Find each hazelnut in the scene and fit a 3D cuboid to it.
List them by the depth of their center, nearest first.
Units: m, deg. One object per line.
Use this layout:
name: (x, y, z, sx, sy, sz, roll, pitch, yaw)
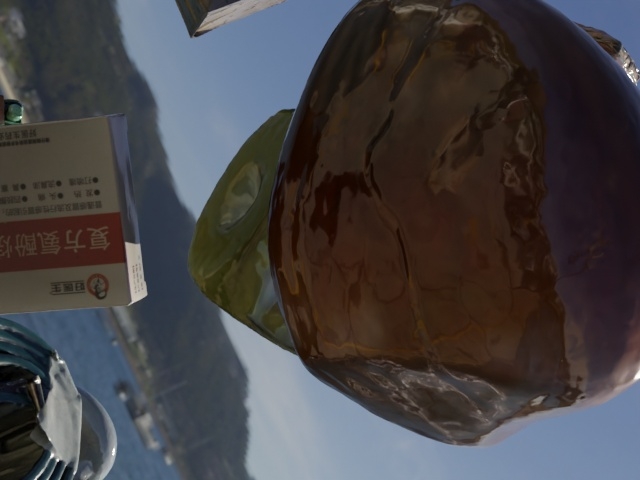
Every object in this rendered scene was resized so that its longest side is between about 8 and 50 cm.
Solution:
hazelnut: (0.113, -0.027, 0.885, 0.372, 0.316, 0.372, 166, -90, -71)

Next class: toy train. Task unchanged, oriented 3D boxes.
toy train: (-0.546, -0.179, 1.847, 0.176, 0.118, 0.074, -29, -119, 48)

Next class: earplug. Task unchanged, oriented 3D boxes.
earplug: (-0.438, 0.385, 1.866, 0.175, 0.214, 0.325, 19, 67, -73)

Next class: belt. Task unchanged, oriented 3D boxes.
belt: (-0.490, 0.261, 1.484, 0.436, 0.173, 0.300, -14, 84, -60)

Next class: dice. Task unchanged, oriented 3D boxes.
dice: (0.000, 0.000, 1.352, 0.233, 0.238, 0.227, 31, 5, -24)

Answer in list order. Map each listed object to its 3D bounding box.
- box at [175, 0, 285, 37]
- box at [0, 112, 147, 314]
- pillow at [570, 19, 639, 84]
box: (-0.130, -0.521, 2.101, 0.190, 0.297, 0.225, 68, -13, -3)
box: (-0.385, -0.023, 1.320, 0.069, 0.353, 0.214, -33, 118, -76)
pillow: (0.260, -0.240, 1.343, 0.233, 0.043, 0.126, 27, 3, 32)
